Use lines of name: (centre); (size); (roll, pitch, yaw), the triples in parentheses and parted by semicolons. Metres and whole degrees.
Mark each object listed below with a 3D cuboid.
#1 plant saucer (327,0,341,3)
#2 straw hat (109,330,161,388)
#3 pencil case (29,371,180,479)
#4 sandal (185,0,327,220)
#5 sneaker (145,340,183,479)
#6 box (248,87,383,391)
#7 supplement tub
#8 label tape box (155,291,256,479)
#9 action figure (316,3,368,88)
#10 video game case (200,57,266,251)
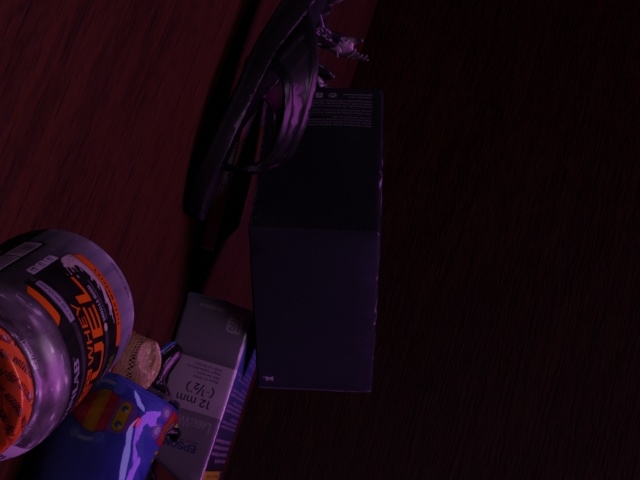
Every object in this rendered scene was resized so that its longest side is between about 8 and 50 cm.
plant saucer: (0.099, -0.533, 1.757); (0.400, 0.101, 0.400); (-166, -90, -73)
straw hat: (-0.209, 0.137, 1.321); (0.144, 0.061, 0.144); (16, 90, -86)
pencil case: (-0.232, 0.272, 1.118); (0.133, 0.119, 0.306); (124, -15, -66)
sandal: (-0.040, -0.215, 1.567); (0.445, 0.107, 0.167); (-62, 180, -10)
sneaker: (-0.211, 0.222, 1.534); (0.067, 0.078, 0.188); (91, 15, -77)
box: (0.000, 0.000, 1.780); (0.343, 0.179, 0.312); (90, 4, -45)
supplement tub: (-0.197, 0.066, 0.754); (0.190, 0.117, 0.117); (-61, 167, -75)
label tape box: (-0.190, 0.272, 1.830); (0.249, 0.115, 0.347); (82, 26, -79)
action figure: (0.003, -0.299, 2.035); (0.164, 0.141, 0.275); (-60, 173, -22)
video game case: (-0.117, -0.138, 1.799); (0.204, 0.025, 0.285); (-59, 165, -77)
